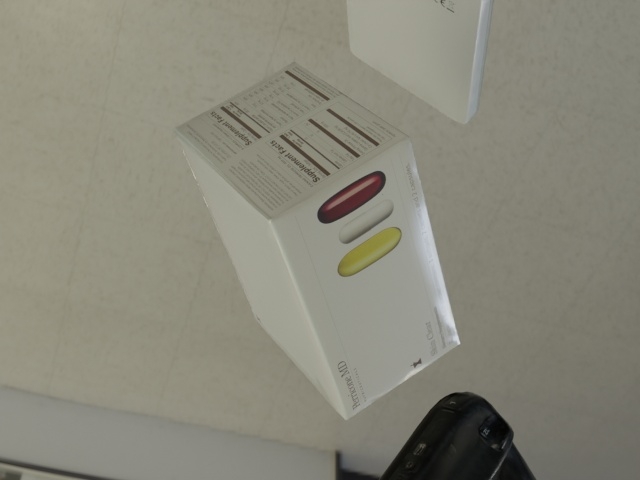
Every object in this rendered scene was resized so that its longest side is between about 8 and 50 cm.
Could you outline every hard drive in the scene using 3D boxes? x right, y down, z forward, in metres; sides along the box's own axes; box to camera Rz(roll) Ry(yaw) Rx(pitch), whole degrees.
[{"bbox_3d":[0.115,-0.286,1.162,0.203,0.040,0.307,37,163,19],"label":"hard drive"}]

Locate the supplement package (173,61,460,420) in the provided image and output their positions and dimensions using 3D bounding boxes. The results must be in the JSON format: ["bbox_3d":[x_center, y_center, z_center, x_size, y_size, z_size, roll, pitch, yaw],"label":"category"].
[{"bbox_3d":[0.000,0.000,0.921,0.145,0.204,0.262,-32,130,-14],"label":"supplement package"}]

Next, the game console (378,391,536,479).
[{"bbox_3d":[0.002,0.232,0.420,0.044,0.361,0.213,7,134,45],"label":"game console"}]
